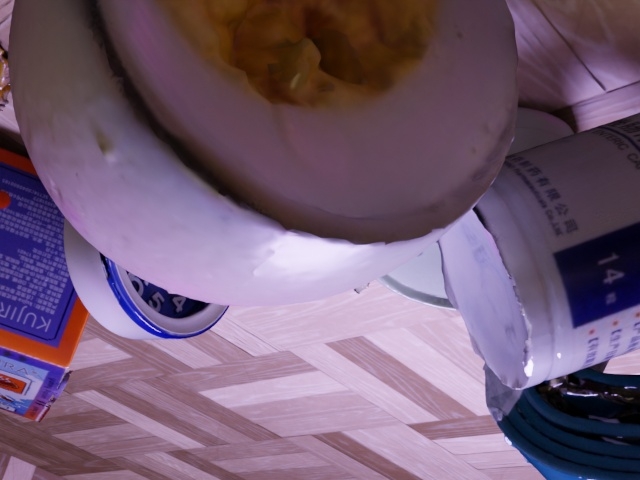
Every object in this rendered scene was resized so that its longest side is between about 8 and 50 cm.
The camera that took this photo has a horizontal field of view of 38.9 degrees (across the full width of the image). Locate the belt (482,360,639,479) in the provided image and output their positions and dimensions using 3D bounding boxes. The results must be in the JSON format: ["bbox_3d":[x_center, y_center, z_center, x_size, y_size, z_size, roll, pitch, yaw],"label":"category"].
[{"bbox_3d":[0.406,0.152,1.013,0.436,0.300,0.173,-10,142,30],"label":"belt"}]

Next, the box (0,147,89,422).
[{"bbox_3d":[-0.473,0.043,1.189,0.348,0.257,0.318,22,152,-16],"label":"box"}]

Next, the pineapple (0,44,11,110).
[{"bbox_3d":[-0.439,-0.188,0.994,0.224,0.076,0.225,11,149,7],"label":"pineapple"}]

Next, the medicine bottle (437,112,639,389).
[{"bbox_3d":[0.281,-0.013,0.774,0.332,0.190,0.190,-18,149,-8],"label":"medicine bottle"}]

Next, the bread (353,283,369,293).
[{"bbox_3d":[0.000,0.000,1.100,0.153,0.028,0.068,43,172,38],"label":"bread"}]

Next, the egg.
[{"bbox_3d":[-0.074,-0.109,0.720,0.354,0.355,0.340,26,152,-22],"label":"egg"}]

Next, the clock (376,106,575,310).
[{"bbox_3d":[0.158,-0.016,1.018,0.265,0.109,0.324,0,148,20],"label":"clock"}]

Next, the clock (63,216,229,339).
[{"bbox_3d":[-0.189,0.002,1.058,0.083,0.230,0.230,-10,143,33],"label":"clock"}]
